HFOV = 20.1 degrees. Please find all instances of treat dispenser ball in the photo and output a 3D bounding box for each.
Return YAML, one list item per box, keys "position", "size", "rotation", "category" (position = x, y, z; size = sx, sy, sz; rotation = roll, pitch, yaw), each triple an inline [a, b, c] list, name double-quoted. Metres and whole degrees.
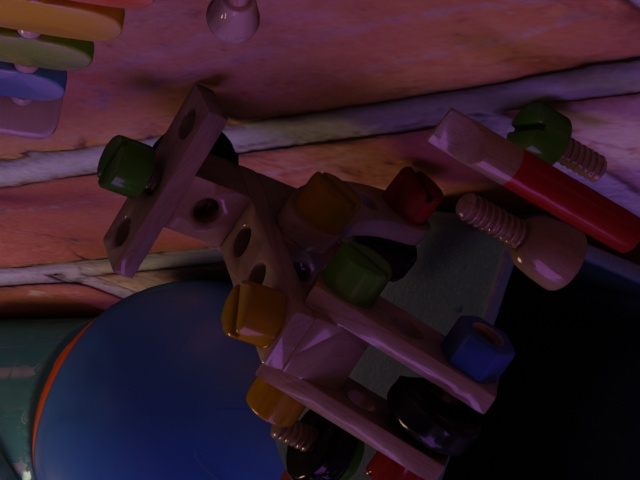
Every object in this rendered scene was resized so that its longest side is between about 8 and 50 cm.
- position: [-0.104, 0.177, 1.566]
  size: [0.288, 0.288, 0.288]
  rotation: [7, 165, 2]
  category: "treat dispenser ball"

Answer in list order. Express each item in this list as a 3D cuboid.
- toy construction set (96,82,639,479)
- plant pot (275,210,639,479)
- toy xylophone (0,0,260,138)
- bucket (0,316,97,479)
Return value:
- position: [0.000, 0.000, 1.073]
  size: [0.237, 0.257, 0.309]
  rotation: [29, 137, -24]
  category: "toy construction set"
- position: [0.108, 0.110, 1.341]
  size: [0.247, 0.247, 0.252]
  rotation: [20, 179, -38]
  category: "plant pot"
- position: [-0.140, -0.132, 0.846]
  size: [0.236, 0.081, 0.322]
  rotation: [7, 165, 0]
  category: "toy xylophone"
- position: [-0.268, 0.204, 1.819]
  size: [0.183, 0.281, 0.281]
  rotation: [-9, 158, 38]
  category: "bucket"
